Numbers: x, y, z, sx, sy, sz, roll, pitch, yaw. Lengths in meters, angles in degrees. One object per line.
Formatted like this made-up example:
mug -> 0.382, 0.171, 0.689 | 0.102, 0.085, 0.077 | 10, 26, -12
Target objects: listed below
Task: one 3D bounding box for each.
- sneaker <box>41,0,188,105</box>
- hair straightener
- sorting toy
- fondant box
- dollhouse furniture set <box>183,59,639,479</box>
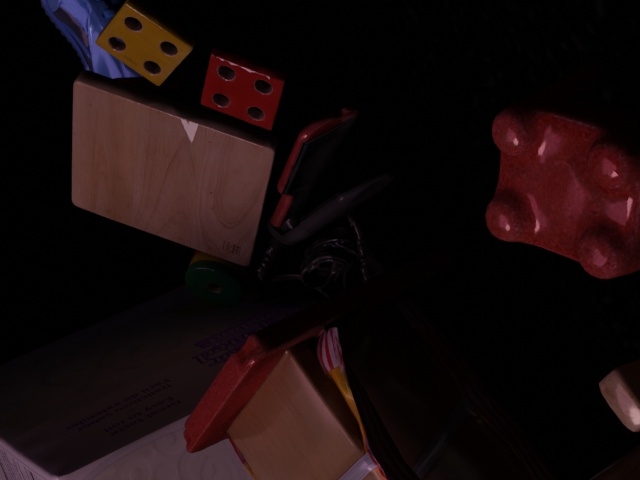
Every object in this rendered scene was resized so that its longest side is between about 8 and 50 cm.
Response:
sneaker -> -0.133, -0.138, 0.896 | 0.082, 0.069, 0.209 | 6, 122, 44
hair straightener -> 0.000, 0.000, 0.791 | 0.089, 0.047, 0.230 | 58, 157, 8
sorting toy -> -0.093, -0.061, 0.843 | 0.132, 0.046, 0.274 | 19, 145, 2
fondant box -> -0.109, 0.121, 0.907 | 0.330, 0.238, 0.096 | 7, 118, 62
dollhouse furniture set -> 0.103, 0.059, 0.581 | 0.201, 0.152, 0.374 | 54, 139, 16
